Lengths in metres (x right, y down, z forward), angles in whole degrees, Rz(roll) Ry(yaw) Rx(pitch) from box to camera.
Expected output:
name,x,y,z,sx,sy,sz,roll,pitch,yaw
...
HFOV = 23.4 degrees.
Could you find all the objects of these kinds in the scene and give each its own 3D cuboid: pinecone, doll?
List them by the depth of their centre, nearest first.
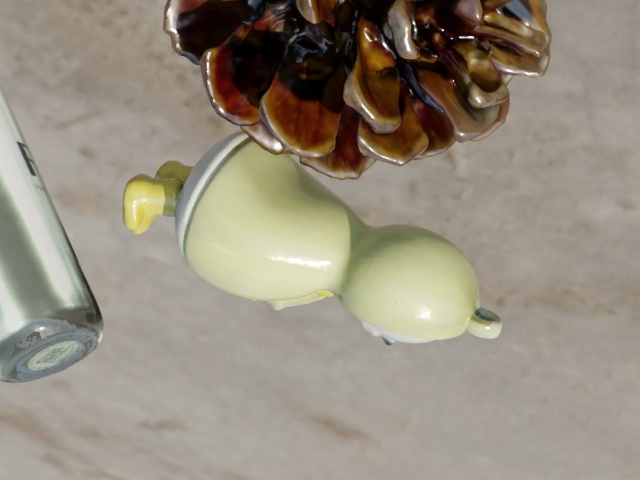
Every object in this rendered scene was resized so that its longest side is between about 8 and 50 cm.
name,x,y,z,sx,sy,sz,roll,pitch,yaw
pinecone,0.030,-0.154,1.050,0.244,0.244,0.309,29,-178,-27
doll,-0.004,0.011,1.151,0.296,0.117,0.141,30,-161,15

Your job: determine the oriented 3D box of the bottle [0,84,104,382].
name,x,y,z,sx,sy,sz,roll,pitch,yaw
bottle,-0.214,-0.032,0.958,0.079,0.254,0.096,-21,160,-19
